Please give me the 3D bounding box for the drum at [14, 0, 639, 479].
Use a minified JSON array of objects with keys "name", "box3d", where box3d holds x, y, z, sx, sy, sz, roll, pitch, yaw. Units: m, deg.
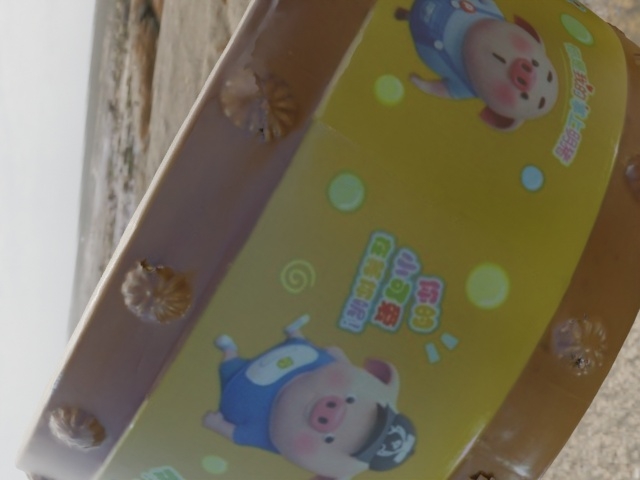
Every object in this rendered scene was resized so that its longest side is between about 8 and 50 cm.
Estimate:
[{"name":"drum","box3d":[0.000,0.000,0.526,0.431,0.214,0.431,-58,11,19]}]
